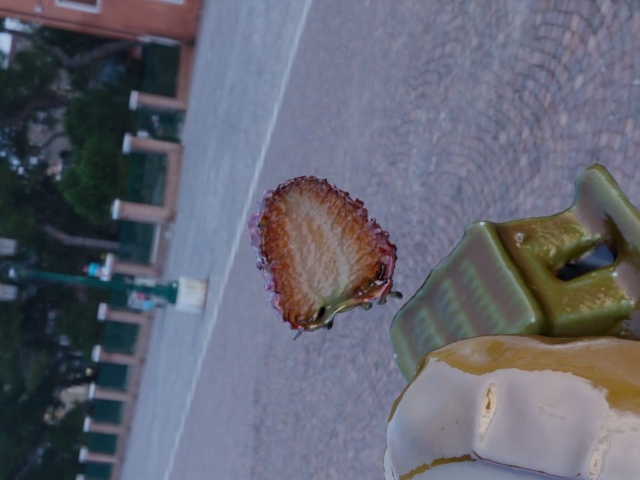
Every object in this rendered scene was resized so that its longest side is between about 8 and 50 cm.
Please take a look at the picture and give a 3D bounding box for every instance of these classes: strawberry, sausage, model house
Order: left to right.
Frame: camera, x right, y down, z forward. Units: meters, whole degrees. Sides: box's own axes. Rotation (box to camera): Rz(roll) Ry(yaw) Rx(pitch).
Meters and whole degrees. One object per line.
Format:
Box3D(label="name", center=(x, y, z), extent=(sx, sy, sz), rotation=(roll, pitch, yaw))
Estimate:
Box3D(label="strawberry", center=(-0.002, -0.001, 1.057), extent=(0.087, 0.167, 0.208), rotation=(43, 153, 55))
Box3D(label="model house", center=(0.194, 0.104, 0.802), extent=(0.173, 0.239, 0.268), rotation=(80, 171, -46))
Box3D(label="sausage", center=(0.147, 0.119, 0.527), extent=(0.136, 0.241, 0.120), rotation=(-54, -40, -48))
